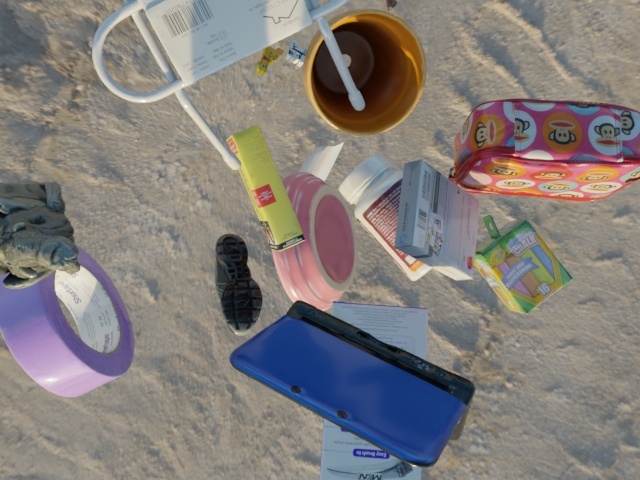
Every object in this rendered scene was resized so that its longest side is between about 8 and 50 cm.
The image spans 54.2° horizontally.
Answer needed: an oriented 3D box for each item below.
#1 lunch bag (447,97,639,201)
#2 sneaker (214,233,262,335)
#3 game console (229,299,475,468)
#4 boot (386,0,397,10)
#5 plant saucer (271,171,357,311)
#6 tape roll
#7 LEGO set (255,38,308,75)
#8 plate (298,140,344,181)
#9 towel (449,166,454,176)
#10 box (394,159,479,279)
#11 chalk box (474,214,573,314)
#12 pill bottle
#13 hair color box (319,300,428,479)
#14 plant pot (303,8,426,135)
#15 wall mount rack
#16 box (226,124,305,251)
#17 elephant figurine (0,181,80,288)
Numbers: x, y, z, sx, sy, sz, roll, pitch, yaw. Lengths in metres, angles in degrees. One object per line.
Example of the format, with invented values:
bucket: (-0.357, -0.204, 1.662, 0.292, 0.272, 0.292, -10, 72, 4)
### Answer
lunch bag: (0.375, -0.142, 1.069, 0.293, 0.258, 0.120, 4, 80, 0)
sneaker: (-0.204, 0.116, 1.521, 0.101, 0.106, 0.267, 1, 56, -19)
game console: (0.047, 0.225, 0.885, 0.293, 0.250, 0.173, 24, 57, 22)
boot: (0.186, -0.763, 1.900, 0.037, 0.106, 0.114, -30, 124, 28)
plant saucer: (0.000, 0.000, 1.460, 0.084, 0.332, 0.332, -8, 101, 25)
tape roll: (-0.454, 0.138, 1.132, 0.090, 0.275, 0.275, -26, 102, 7)
LEGO set: (-0.149, -0.475, 1.560, 0.227, 0.087, 0.093, 23, 66, -21)
plate: (-0.035, -0.162, 1.788, 0.045, 0.278, 0.277, 29, 107, 6)
towel: (0.358, -0.151, 1.481, 0.029, 0.119, 0.067, -38, 106, -24)
box: (0.196, -0.029, 1.024, 0.186, 0.038, 0.145, 24, 68, -42)
chalk box: (0.423, 0.039, 1.389, 0.132, 0.132, 0.213, -38, 88, 0)
pill bottle: (0.255, -0.082, 2.032, 0.224, 0.224, 0.392, -41, 84, -1)
hair color box: (0.101, 0.292, 1.188, 0.185, 0.110, 0.338, 4, 81, 2)
plant pot: (0.060, -0.308, 1.116, 0.205, 0.188, 0.205, -5, 113, -11)
wall mount rack: (-0.093, -0.251, 0.805, 0.350, 0.130, 0.304, -24, 112, 7)
box: (-0.105, -0.097, 1.187, 0.058, 0.087, 0.232, -23, 99, -14)
elephant figurine: (-0.380, 0.001, 0.797, 0.239, 0.186, 0.169, -2, 143, 4)
